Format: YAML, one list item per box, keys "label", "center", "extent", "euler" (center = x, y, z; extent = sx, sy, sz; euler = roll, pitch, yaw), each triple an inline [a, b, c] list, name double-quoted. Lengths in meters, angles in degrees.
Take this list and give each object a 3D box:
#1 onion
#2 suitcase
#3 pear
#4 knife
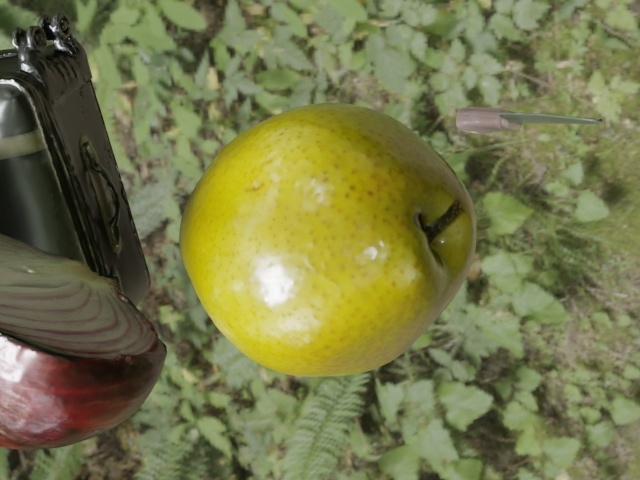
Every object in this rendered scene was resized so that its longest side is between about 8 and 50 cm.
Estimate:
- label: "onion"
  center: [-0.201, 0.067, 0.577]
  extent: [0.206, 0.151, 0.098]
  euler: [28, 111, 30]
- label: "suitcase"
  center: [-0.397, -0.056, 1.260]
  extent: [0.283, 0.194, 0.433]
  euler: [-3, 117, 19]
- label: "pear"
  center: [0.000, 0.000, 1.262]
  extent: [0.418, 0.362, 0.362]
  euler: [2, 103, 48]
- label: "knife"
  center: [0.323, -0.202, 1.572]
  extent: [0.336, 0.081, 0.043]
  euler: [10, 90, 66]
